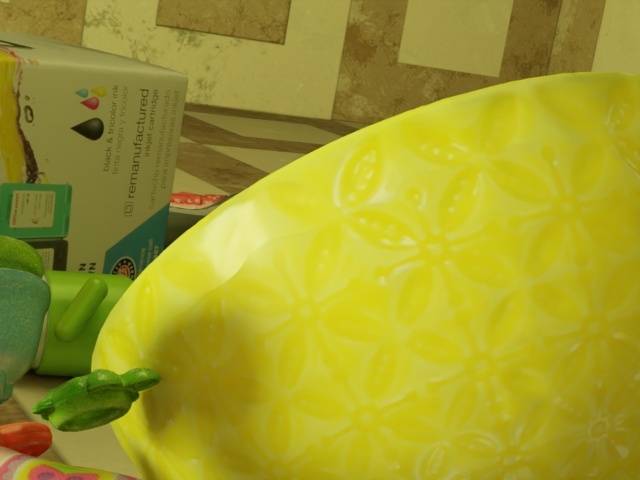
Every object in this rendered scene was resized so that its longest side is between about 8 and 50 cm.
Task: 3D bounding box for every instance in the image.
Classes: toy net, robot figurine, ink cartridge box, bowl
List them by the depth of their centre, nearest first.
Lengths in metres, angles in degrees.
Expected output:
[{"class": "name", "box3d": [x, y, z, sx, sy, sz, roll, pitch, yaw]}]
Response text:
[{"class": "toy net", "box3d": [-0.179, 0.070, 0.406, 0.232, 0.045, 0.122, -24, -20, 13]}, {"class": "bowl", "box3d": [0.066, 0.081, 0.489, 0.289, 0.289, 0.156, 0, 57, -41]}, {"class": "robot figurine", "box3d": [-0.158, 0.053, 0.750, 0.115, 0.067, 0.101, 5, -6, -22]}, {"class": "ink cartridge box", "box3d": [-0.266, -0.044, 0.817, 0.197, 0.198, 0.270, 19, 15, 37]}]

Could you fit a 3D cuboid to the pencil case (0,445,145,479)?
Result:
[{"class": "pencil case", "box3d": [-0.007, 0.138, 0.311, 0.284, 0.124, 0.124, 14, 11, 15]}]

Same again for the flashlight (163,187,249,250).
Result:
[{"class": "flashlight", "box3d": [-0.130, -0.035, 1.143, 0.304, 0.103, 0.103, 9, 12, -9]}]
